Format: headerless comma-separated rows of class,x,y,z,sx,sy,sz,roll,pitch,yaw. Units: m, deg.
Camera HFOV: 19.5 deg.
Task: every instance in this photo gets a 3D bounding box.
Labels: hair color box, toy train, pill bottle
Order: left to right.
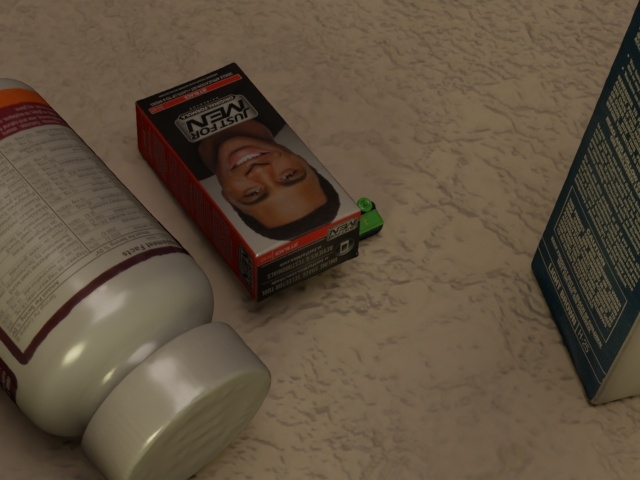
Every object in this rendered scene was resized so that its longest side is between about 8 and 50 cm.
pill bottle,-0.134,0.026,0.990,0.121,0.121,0.221,-35,69,-26
hair color box,-0.043,-0.036,1.075,0.072,0.043,0.141,-25,54,-22
toy train,0.000,0.000,1.090,0.083,0.017,0.023,-26,76,-22
hair color box,0.239,-0.054,0.963,0.174,0.347,0.105,-12,61,-16
